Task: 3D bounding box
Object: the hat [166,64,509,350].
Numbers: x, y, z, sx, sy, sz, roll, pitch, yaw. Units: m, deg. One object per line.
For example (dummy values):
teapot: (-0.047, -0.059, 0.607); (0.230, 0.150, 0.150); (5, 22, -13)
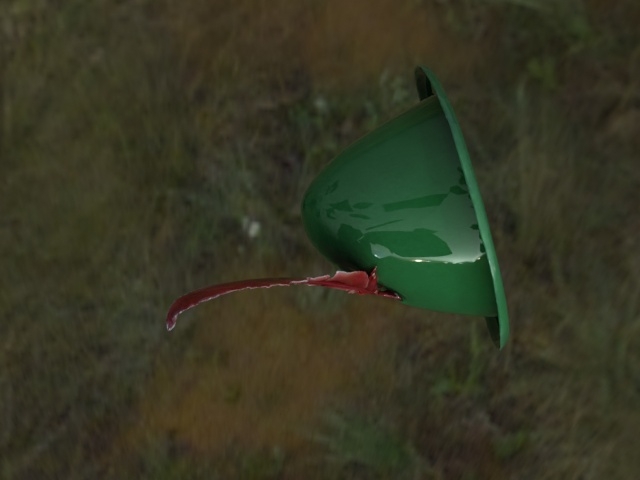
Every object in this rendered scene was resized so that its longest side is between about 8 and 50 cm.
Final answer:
hat: (0.000, 0.000, 1.107); (0.183, 0.208, 0.173); (-17, 59, -1)
